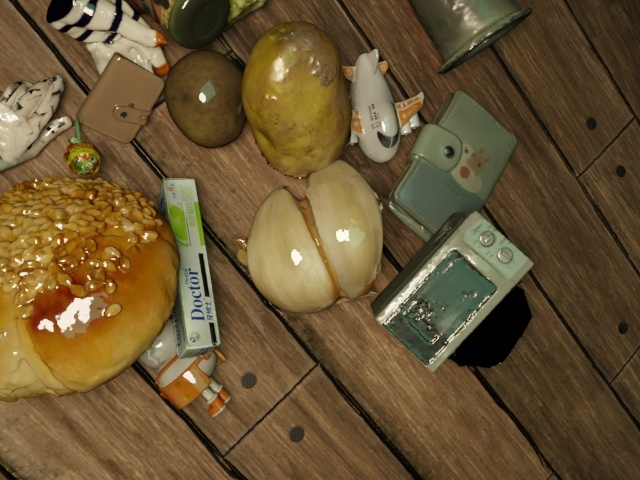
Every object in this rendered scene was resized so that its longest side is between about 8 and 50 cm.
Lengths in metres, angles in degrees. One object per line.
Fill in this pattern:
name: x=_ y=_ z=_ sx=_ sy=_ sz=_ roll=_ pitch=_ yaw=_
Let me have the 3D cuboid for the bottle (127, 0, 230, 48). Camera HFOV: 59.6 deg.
bottle: x=-0.303 y=-0.484 z=1.061 sx=0.271 sy=0.143 sz=0.156 roll=42 pitch=116 yaw=16

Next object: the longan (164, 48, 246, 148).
longan: x=-0.221 y=-0.274 z=1.095 sx=0.167 sy=0.167 sz=0.187 roll=-21 pitch=98 yaw=-20

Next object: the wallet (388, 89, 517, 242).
wallet: x=0.321 y=-0.170 z=1.343 sx=0.252 sy=0.083 sz=0.360 roll=36 pitch=76 yaw=-22

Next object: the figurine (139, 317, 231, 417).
figurine: x=-0.274 y=0.223 z=1.081 sx=0.143 sy=0.143 sz=0.271 roll=-29 pitch=101 yaw=-19

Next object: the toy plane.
toy plane: x=0.123 y=-0.297 z=1.251 sx=0.245 sy=0.117 sz=0.244 roll=1 pitch=88 yaw=-22

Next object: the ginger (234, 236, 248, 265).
ginger: x=-0.148 y=0.033 z=1.188 sx=0.097 sy=0.030 sz=0.048 roll=40 pitch=78 yaw=-18

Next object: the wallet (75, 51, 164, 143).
wallet: x=-0.376 y=-0.264 z=1.060 sx=0.118 sy=0.039 sz=0.152 roll=22 pitch=109 yaw=-43

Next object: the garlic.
garlic: x=0.000 y=0.000 z=1.167 sx=0.286 sy=0.249 sz=0.313 roll=-8 pitch=102 yaw=18

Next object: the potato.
potato: x=-0.047 y=-0.283 z=1.057 sx=0.229 sy=0.266 sz=0.229 roll=-1 pitch=68 yaw=2

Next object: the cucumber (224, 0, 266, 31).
cucumber: x=-0.247 y=-0.586 z=1.125 sx=0.325 sy=0.145 sz=0.105 roll=51 pitch=36 yaw=-9

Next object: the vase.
vase: x=0.297 y=-0.563 z=1.266 sx=0.245 sy=0.245 sz=0.291 roll=-36 pitch=95 yaw=-17

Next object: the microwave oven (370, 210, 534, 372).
microwave oven: x=0.273 y=0.103 z=1.192 sx=0.181 sy=0.237 sz=0.295 roll=42 pitch=92 yaw=2

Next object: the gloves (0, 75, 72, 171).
gloves: x=-0.543 y=-0.220 z=1.007 sx=0.127 sy=0.111 sz=0.212 roll=40 pitch=84 yaw=-10

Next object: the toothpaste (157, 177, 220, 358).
toothpaste: x=-0.254 y=0.048 z=1.059 sx=0.067 sy=0.081 sz=0.336 roll=-4 pitch=68 yaw=-26

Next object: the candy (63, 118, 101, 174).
candy: x=-0.435 y=-0.179 z=1.011 sx=0.060 sy=0.201 sz=0.060 roll=-14 pitch=129 yaw=-18

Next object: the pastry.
pastry: x=-0.430 y=0.058 z=0.906 sx=0.409 sy=0.409 sz=0.245 roll=-24 pitch=139 yaw=-19

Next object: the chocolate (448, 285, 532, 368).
chocolate: x=0.383 y=0.202 z=1.348 sx=0.224 sy=0.206 sz=0.177 roll=-56 pitch=151 yaw=-3

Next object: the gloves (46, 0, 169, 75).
gloves: x=-0.387 y=-0.387 z=1.061 sx=0.140 sy=0.131 sz=0.219 roll=-41 pitch=145 yaw=21
